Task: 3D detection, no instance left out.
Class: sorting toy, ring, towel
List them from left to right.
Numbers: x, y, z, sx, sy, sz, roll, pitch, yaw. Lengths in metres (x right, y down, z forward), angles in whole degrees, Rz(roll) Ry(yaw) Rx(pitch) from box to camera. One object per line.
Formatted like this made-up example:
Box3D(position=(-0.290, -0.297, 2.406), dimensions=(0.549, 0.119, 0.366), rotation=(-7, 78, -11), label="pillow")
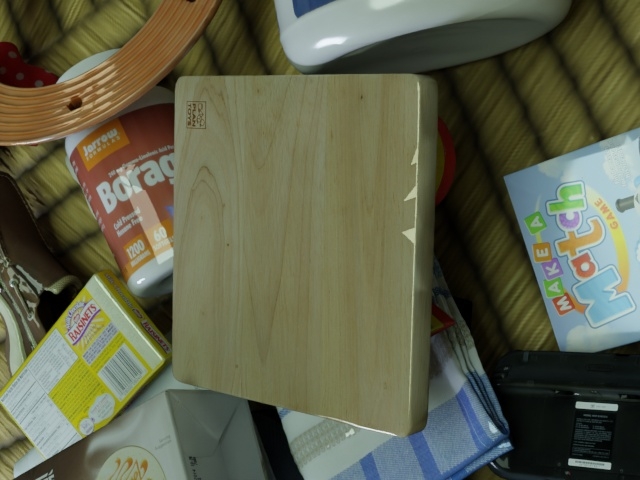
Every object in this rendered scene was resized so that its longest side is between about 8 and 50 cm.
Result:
Box3D(position=(-0.225, -0.225, 1.098), dimensions=(0.336, 0.032, 0.337), rotation=(-13, 57, 20), label="ring")
Box3D(position=(0.000, 0.000, 0.934), dimensions=(0.255, 0.089, 0.257), rotation=(7, 98, 42), label="sorting toy")
Box3D(position=(0.030, 0.093, 0.994), dimensions=(0.209, 0.034, 0.285), rotation=(-39, 58, 28), label="towel")

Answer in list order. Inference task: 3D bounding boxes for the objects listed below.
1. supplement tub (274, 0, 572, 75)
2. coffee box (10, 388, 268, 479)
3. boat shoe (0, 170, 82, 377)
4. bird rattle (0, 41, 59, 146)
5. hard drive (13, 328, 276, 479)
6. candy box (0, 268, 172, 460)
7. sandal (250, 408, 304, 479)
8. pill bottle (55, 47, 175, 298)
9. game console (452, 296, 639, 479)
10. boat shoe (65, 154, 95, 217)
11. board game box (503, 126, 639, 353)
Box3D(position=(0.057, -0.299, 0.903), dimensions=(0.228, 0.228, 0.316), rotation=(-11, 88, 29), label="supplement tub")
Box3D(position=(-0.163, 0.239, 1.027), dimensions=(0.246, 0.098, 0.141), rotation=(-31, 65, 34), label="coffee box")
Box3D(position=(-0.282, 0.045, 1.194), dimensions=(0.095, 0.095, 0.258), rotation=(-15, 98, 29), label="boat shoe")
Box3D(position=(-0.401, -0.126, 1.257), dimensions=(0.253, 0.143, 0.207), rotation=(17, 113, 14), label="bird rattle")
Box3D(position=(-0.178, 0.237, 1.137), dimensions=(0.307, 0.040, 0.203), rotation=(-40, 60, 31), label="hard drive")
Box3D(position=(-0.226, 0.129, 1.116), dimensions=(0.105, 0.027, 0.206), rotation=(51, 123, 11), label="candy box")
Box3D(position=(-0.003, 0.366, 1.047), dimensions=(0.167, 0.107, 0.446), rotation=(-38, 74, 25), label="sandal")
Box3D(position=(-0.164, -0.065, 1.101), dimensions=(0.121, 0.121, 0.216), rotation=(-33, 78, 26), label="pill bottle")
Box3D(position=(0.148, 0.152, 0.932), dimensions=(0.361, 0.044, 0.213), rotation=(-2, 78, 40), label="game console")
Box3D(position=(-0.210, -0.052, 1.173), dimensions=(0.038, 0.046, 0.125), rotation=(-47, 63, 28), label="boat shoe")
Box3D(position=(0.266, -0.010, 0.915), dimensions=(0.211, 0.039, 0.160), rotation=(-20, 84, 29), label="board game box")
